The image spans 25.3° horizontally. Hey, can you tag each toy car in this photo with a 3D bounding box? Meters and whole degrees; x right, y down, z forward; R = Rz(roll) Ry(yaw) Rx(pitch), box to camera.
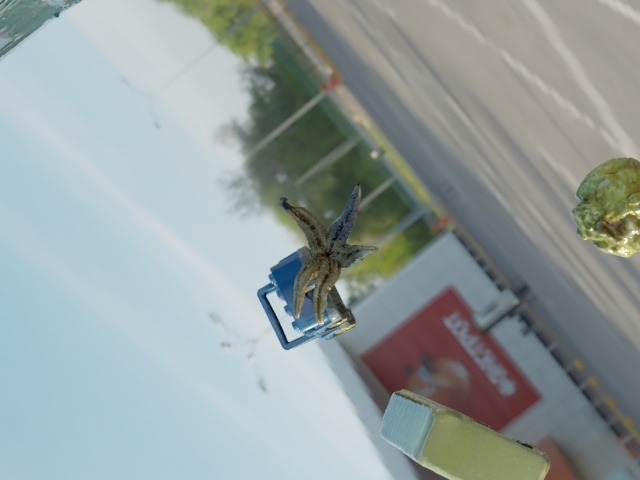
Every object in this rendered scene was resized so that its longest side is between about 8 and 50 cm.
[{"bbox_3d":[-0.020,0.073,1.712,0.097,0.100,0.191,64,-176,11],"label":"toy car"}]

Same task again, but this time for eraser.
[{"bbox_3d":[0.126,0.187,1.301,0.117,0.058,0.172,24,176,-9],"label":"eraser"}]

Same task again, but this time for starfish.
[{"bbox_3d":[0.004,0.000,1.359,0.041,0.133,0.130,28,-163,-48],"label":"starfish"}]

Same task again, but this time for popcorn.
[{"bbox_3d":[0.346,-0.035,1.654,0.121,0.106,0.116,76,174,-62],"label":"popcorn"}]

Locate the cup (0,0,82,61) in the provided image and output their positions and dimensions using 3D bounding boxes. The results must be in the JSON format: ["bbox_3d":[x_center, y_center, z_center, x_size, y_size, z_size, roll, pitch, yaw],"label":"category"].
[{"bbox_3d":[-0.370,-0.196,0.988,0.308,0.292,0.242,46,-170,-32],"label":"cup"}]
